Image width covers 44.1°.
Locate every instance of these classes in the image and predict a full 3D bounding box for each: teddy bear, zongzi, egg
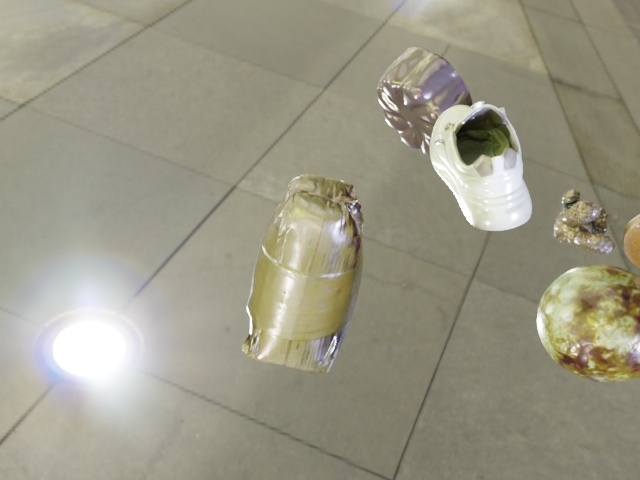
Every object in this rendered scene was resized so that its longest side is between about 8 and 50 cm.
[{"bbox_3d":[0.640,-0.039,1.938,0.129,0.181,0.251,-18,-2,24],"label":"teddy bear"},{"bbox_3d":[0.000,0.000,1.107,0.145,0.273,0.300,16,31,5],"label":"zongzi"},{"bbox_3d":[0.590,0.174,1.611,0.290,0.238,0.238,18,39,11],"label":"egg"}]

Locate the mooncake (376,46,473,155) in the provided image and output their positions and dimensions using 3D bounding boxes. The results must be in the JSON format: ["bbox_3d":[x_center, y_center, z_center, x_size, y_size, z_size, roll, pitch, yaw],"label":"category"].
[{"bbox_3d":[0.295,-0.385,2.229,0.306,0.306,0.154,35,71,26],"label":"mooncake"}]

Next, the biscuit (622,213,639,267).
[{"bbox_3d":[0.806,-0.001,1.847,0.208,0.181,0.049,44,42,-29],"label":"biscuit"}]

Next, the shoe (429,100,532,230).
[{"bbox_3d":[0.243,-0.161,1.242,0.124,0.159,0.316,-16,41,0],"label":"shoe"}]
